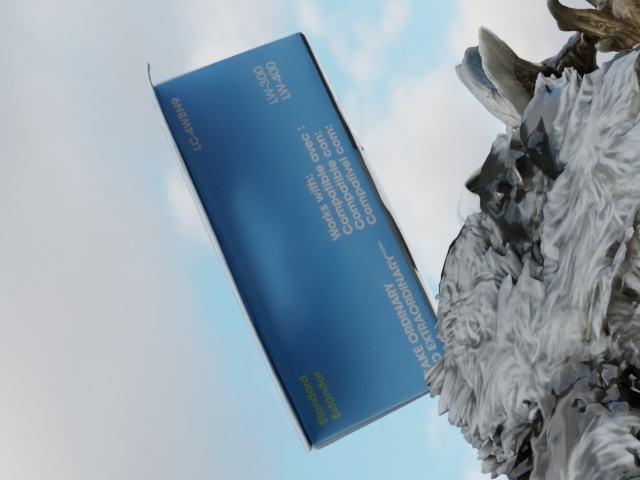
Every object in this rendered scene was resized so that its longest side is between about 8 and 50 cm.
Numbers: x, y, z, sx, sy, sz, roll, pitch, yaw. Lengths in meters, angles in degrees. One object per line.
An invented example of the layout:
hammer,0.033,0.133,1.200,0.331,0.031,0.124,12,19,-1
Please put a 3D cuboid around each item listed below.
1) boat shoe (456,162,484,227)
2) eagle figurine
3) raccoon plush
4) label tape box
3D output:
boat shoe,0.242,-0.084,1.624,0.083,0.226,0.076,42,159,28
eagle figurine,0.217,-0.099,1.321,0.226,0.225,0.298,-60,-1,-36
raccoon plush,0.224,0.106,0.761,0.299,0.216,0.446,19,-124,-18
label tape box,0.000,0.000,1.037,0.348,0.115,0.249,48,-162,-85
